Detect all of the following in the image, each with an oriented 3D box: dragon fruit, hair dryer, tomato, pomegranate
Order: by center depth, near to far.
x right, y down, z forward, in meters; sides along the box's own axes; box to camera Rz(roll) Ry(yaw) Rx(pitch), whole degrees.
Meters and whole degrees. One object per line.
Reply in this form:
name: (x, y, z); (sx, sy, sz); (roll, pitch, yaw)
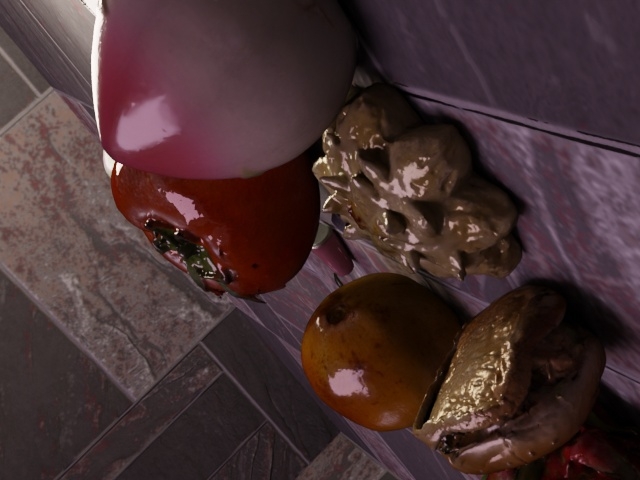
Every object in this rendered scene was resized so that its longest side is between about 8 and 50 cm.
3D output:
dragon fruit: (0.346, 0.335, 1.447); (0.302, 0.231, 0.237); (60, 176, -15)
tomato: (-0.140, -0.083, 1.625); (0.341, 0.272, 0.341); (29, 160, 11)
pomegranate: (0.108, 0.177, 1.706); (0.264, 0.264, 0.264); (43, 167, 12)
hair dryer: (-0.004, -0.005, 1.953); (0.106, 0.054, 0.154); (51, 178, -42)

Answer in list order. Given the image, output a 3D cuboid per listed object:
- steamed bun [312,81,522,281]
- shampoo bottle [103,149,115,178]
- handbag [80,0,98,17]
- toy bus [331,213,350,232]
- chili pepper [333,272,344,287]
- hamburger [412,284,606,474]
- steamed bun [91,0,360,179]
steamed bun: (0.099, -0.046, 1.256); (0.295, 0.137, 0.292); (48, 165, -2)
shampoo bottle: (-0.275, -0.118, 2.132); (0.151, 0.221, 0.349); (-12, 147, 23)
handbag: (-0.324, -0.425, 1.457); (0.260, 0.079, 0.247); (45, 158, 28)
toy bus: (0.041, -0.052, 1.604); (0.037, 0.052, 0.130); (46, 168, 11)
chili pepper: (0.114, 0.168, 2.055); (0.279, 0.065, 0.122); (41, 158, 13)
hamburger: (0.226, 0.174, 1.293); (0.146, 0.243, 0.286); (45, -177, -8)
steamed bun: (-0.131, -0.190, 1.184); (0.309, 0.309, 0.309); (43, 167, 12)
